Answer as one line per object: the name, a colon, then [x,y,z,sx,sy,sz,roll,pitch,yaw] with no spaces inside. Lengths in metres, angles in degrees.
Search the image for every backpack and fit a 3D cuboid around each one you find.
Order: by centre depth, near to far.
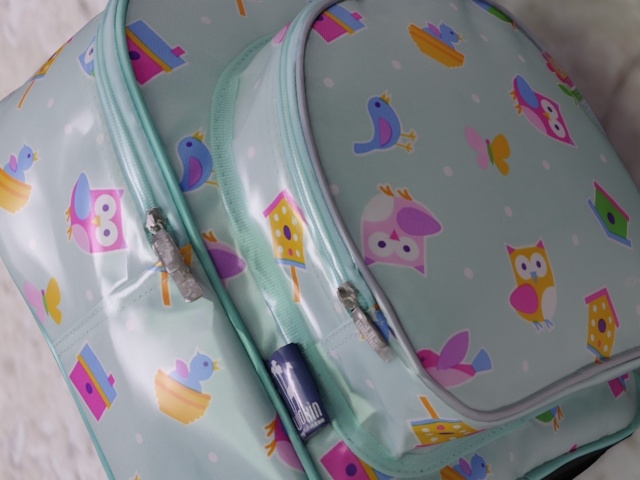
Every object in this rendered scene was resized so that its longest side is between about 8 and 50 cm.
backpack: [0.000,0.000,0.564,0.188,0.166,0.144,55,129,15]
